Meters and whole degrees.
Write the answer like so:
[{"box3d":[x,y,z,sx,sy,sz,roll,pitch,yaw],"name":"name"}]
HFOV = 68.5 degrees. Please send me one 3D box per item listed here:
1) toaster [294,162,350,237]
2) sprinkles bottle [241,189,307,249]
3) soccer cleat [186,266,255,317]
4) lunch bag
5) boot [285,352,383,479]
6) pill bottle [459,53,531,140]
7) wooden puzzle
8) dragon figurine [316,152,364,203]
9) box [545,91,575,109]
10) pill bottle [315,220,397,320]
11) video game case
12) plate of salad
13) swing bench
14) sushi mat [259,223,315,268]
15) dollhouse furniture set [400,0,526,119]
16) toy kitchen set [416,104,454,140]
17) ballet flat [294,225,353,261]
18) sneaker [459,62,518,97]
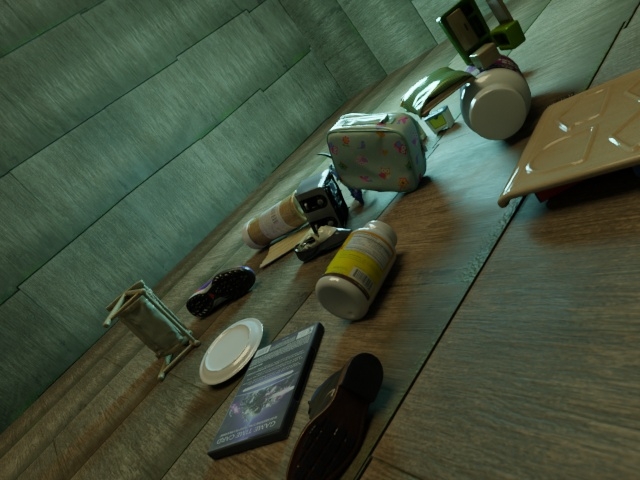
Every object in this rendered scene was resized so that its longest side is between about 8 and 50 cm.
[{"box3d":[0.010,-0.119,1.470,0.110,0.168,0.186,-18,25,20],"name":"toaster"},{"box3d":[-0.160,-0.073,1.775,0.355,0.121,0.121,-27,21,46],"name":"sprinkles bottle"},{"box3d":[-0.338,0.159,1.638,0.318,0.109,0.116,-33,14,29],"name":"soccer cleat"},{"box3d":[0.162,-0.254,1.334,0.279,0.224,0.108,8,43,36],"name":"lunch bag"},{"box3d":[0.016,0.275,0.709,0.219,0.082,0.106,-53,-1,-24],"name":"boot"},{"box3d":[0.445,-0.368,1.209,0.169,0.169,0.302,-30,20,29],"name":"pill bottle"},{"box3d":[0.507,-0.190,0.812,0.347,0.080,0.322,-24,23,53],"name":"wooden puzzle"},{"box3d":[0.084,-0.232,1.569,0.085,0.289,0.144,-36,-21,3],"name":"dragon figurine"},{"box3d":[0.554,-0.303,1.077,0.067,0.018,0.083,-28,21,33],"name":"box"},{"box3d":[0.085,0.055,0.991,0.117,0.117,0.215,-20,25,47],"name":"pill bottle"},{"box3d":[-0.102,0.293,0.946,0.196,0.026,0.274,-29,21,30],"name":"video game case"},{"box3d":[-0.220,0.280,1.182,0.199,0.048,0.200,-29,29,18],"name":"plate of salad"},{"box3d":[-0.548,0.275,1.524,0.165,0.253,0.254,-43,18,-13],"name":"swing bench"},{"box3d":[-0.081,-0.010,1.661,0.316,0.019,0.151,-31,20,25],"name":"sushi mat"},{"box3d":[0.311,-0.460,1.171,0.301,0.151,0.197,-37,18,8],"name":"dollhouse furniture set"},{"box3d":[0.314,-0.357,1.530,0.166,0.122,0.207,-20,26,48],"name":"toy kitchen set"},{"box3d":[0.000,0.000,1.385,0.203,0.074,0.074,-28,21,33],"name":"ballet flat"},{"box3d":[0.531,-0.495,1.486,0.225,0.088,0.092,-43,19,-10],"name":"sneaker"}]
